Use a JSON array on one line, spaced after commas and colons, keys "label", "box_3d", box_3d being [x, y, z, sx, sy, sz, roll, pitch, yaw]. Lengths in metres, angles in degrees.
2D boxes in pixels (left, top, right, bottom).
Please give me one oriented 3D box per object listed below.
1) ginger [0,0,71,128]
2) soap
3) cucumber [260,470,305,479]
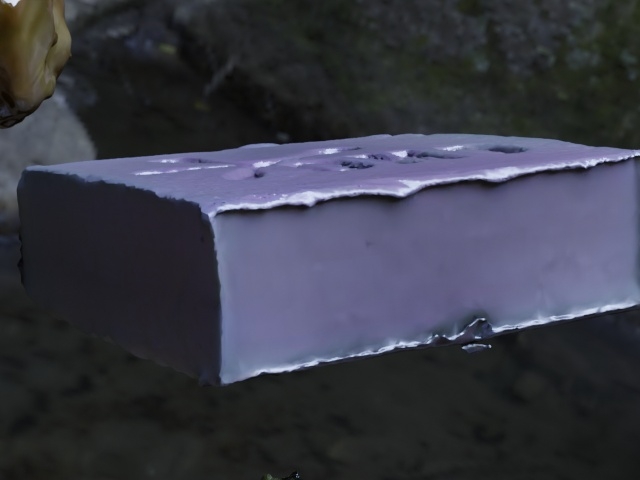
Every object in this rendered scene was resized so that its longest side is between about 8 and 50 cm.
[{"label": "ginger", "box_3d": [-0.201, -0.181, 0.700, 0.165, 0.172, 0.321, -22, 85, -32]}, {"label": "soap", "box_3d": [0.000, 0.000, 1.002, 0.296, 0.107, 0.285, -7, 9, -31]}, {"label": "cucumber", "box_3d": [-0.125, 0.266, 1.040, 0.325, 0.105, 0.145, -29, -2, -19]}]
